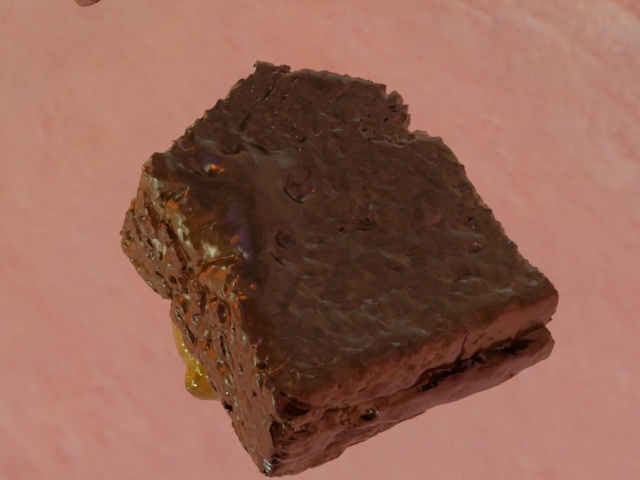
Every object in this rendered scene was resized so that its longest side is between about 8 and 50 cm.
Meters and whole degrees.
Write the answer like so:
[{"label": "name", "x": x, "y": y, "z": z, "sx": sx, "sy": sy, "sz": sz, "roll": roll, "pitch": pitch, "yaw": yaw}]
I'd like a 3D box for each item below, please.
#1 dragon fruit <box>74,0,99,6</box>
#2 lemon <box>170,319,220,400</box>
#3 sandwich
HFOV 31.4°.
[{"label": "dragon fruit", "x": -0.192, "y": -0.318, "z": 1.000, "sx": 0.282, "sy": 0.147, "sz": 0.211, "roll": -8, "pitch": 40, "yaw": 20}, {"label": "lemon", "x": -0.055, "y": 0.084, "z": 1.304, "sx": 0.253, "sy": 0.228, "sz": 0.228, "roll": -45, "pitch": 56, "yaw": -5}, {"label": "sandwich", "x": -0.001, "y": 0.000, "z": 0.901, "sx": 0.262, "sy": 0.131, "sz": 0.325, "roll": -17, "pitch": 55, "yaw": -27}]
